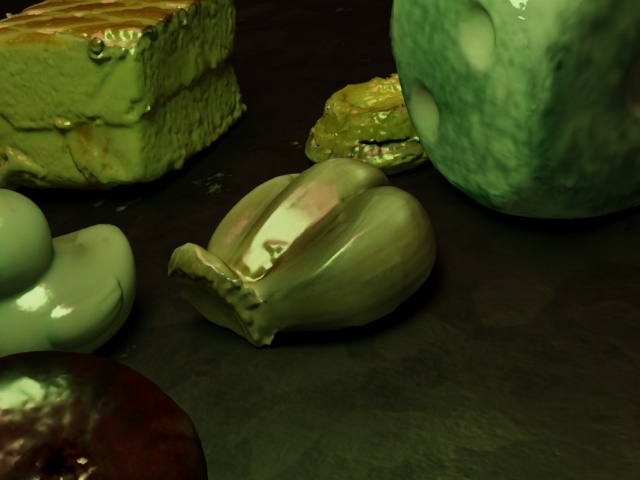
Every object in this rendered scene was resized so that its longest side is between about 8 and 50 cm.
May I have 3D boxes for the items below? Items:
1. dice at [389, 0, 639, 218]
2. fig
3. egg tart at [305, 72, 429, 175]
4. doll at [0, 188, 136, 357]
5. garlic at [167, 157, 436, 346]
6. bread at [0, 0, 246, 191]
[{"bbox_3d":[0.299,-0.244,1.203,0.327,0.331,0.348,-17,32,-17],"label":"dice"},{"bbox_3d":[-0.207,0.199,0.747,0.234,0.235,0.214,-13,-10,0],"label":"fig"},{"bbox_3d":[0.102,-0.190,1.462,0.278,0.095,0.279,-11,30,6],"label":"egg tart"},{"bbox_3d":[-0.338,0.031,1.108,0.251,0.221,0.221,-20,27,-32],"label":"doll"},{"bbox_3d":[0.000,0.001,1.120,0.325,0.132,0.279,-35,43,-27],"label":"garlic"},{"bbox_3d":[-0.362,-0.258,1.591,0.389,0.279,0.371,-1,28,22],"label":"bread"}]
